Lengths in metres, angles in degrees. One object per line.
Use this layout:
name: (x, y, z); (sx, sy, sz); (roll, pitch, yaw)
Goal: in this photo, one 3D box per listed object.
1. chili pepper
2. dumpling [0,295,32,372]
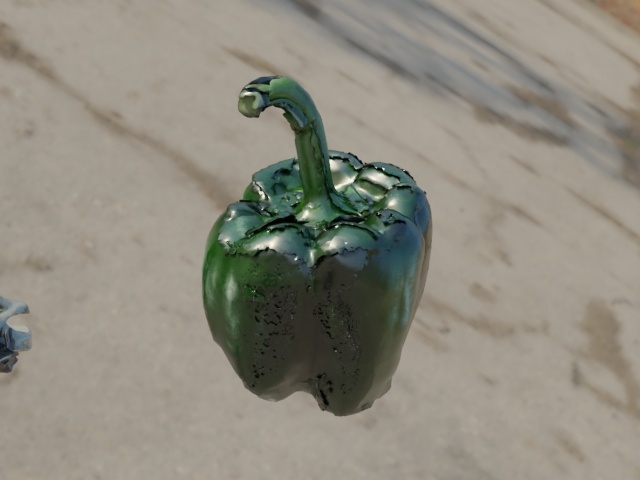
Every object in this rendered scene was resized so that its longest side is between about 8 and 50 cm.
chili pepper: (0.000, 0.000, 1.070); (0.165, 0.261, 0.174); (20, 39, 26)
dumpling: (-0.411, 0.091, 1.311); (0.293, 0.204, 0.163); (11, 60, -35)
